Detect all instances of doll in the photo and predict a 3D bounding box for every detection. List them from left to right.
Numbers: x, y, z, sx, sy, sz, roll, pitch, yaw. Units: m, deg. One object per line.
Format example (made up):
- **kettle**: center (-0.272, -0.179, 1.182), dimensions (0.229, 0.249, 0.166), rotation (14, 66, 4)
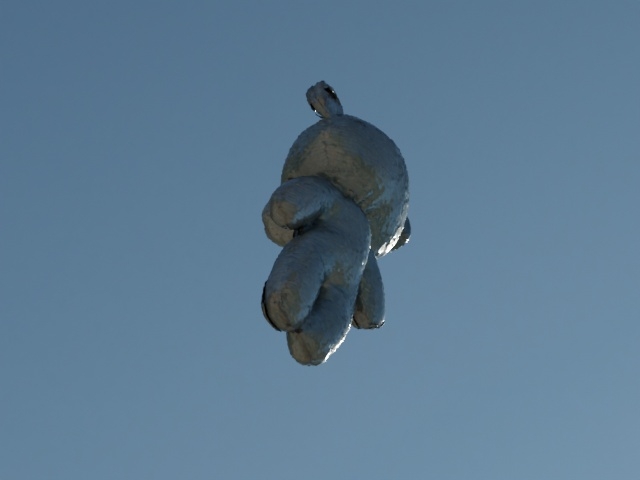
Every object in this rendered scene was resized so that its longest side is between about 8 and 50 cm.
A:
- **doll**: center (-0.004, 0.000, 1.044), dimensions (0.075, 0.180, 0.120), rotation (-4, -53, 31)
